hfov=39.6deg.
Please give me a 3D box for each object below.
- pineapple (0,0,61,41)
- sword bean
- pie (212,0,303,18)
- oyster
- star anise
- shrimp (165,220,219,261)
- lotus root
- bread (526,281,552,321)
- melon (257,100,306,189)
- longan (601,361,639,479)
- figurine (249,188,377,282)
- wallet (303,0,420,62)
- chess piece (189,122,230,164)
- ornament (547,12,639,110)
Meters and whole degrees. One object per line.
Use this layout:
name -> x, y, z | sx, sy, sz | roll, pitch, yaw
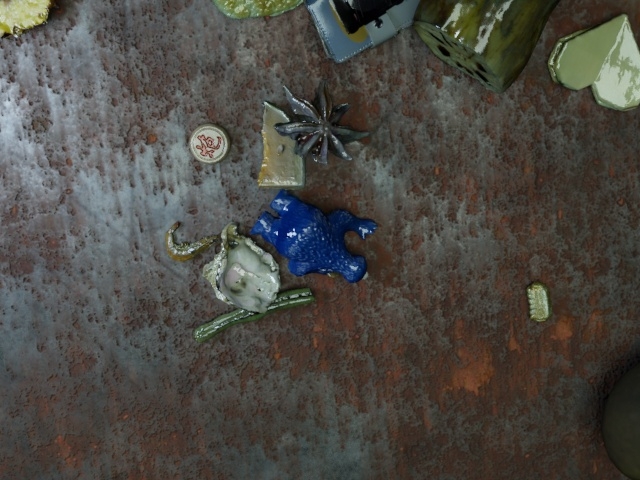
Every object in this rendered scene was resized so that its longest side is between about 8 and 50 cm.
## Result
pineapple -> -0.597, -0.489, 1.700 | 0.224, 0.076, 0.225 | -1, 100, -4
sword bean -> -0.142, 0.154, 1.870 | 0.269, 0.038, 0.043 | -21, 77, 3
pie -> -0.109, -0.558, 1.687 | 0.274, 0.105, 0.257 | -31, 111, 6
oyster -> -0.162, 0.057, 1.836 | 0.163, 0.081, 0.191 | 0, 87, -19
star anise -> -0.005, -0.230, 1.753 | 0.204, 0.061, 0.181 | -22, 94, -32
shrimp -> -0.270, -0.006, 1.839 | 0.114, 0.023, 0.083 | -22, 99, 7
lotus root -> 0.348, -0.473, 1.650 | 0.250, 0.250, 0.346 | 36, 98, -8
bread -> 0.463, 0.130, 1.881 | 0.049, 0.033, 0.088 | -10, 98, 15
melon -> -0.075, -0.190, 1.773 | 0.097, 0.054, 0.182 | 4, 78, -13
longan -> 0.721, 0.369, 1.842 | 0.300, 0.300, 0.243 | -33, 60, 5
figurine -> -0.009, 0.003, 1.797 | 0.262, 0.121, 0.164 | 22, 97, -8
wallet -> 0.093, -0.457, 1.716 | 0.230, 0.069, 0.170 | -26, 111, -2
chess piece -> -0.223, -0.195, 1.792 | 0.083, 0.038, 0.084 | 0, 103, 0
ornament -> 0.570, -0.367, 1.770 | 0.201, 0.059, 0.180 | 22, 100, -9
